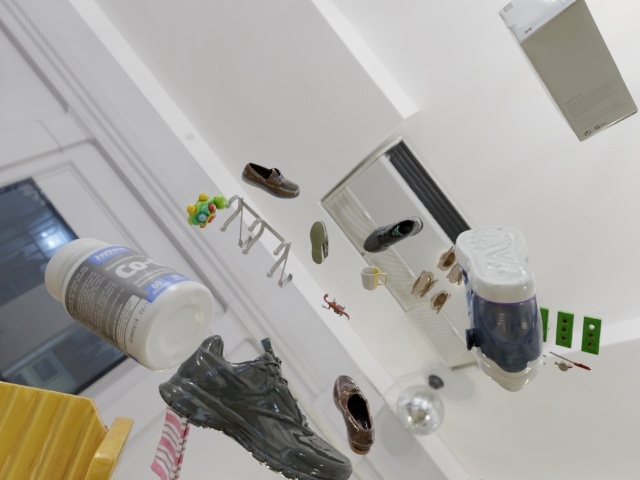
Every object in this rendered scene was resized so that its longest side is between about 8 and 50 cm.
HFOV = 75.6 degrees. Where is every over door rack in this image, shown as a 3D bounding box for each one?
[{"bbox_3d":[-0.204,0.026,1.333,0.239,0.108,0.324,43,-21,16],"label":"over door rack"}]

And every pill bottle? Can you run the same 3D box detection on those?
[{"bbox_3d":[-0.169,0.049,0.361,0.137,0.078,0.078,21,-49,24],"label":"pill bottle"}]

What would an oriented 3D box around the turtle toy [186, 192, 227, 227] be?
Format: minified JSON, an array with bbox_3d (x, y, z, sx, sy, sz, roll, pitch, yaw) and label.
[{"bbox_3d":[-0.323,-0.087,1.172,0.066,0.130,0.095,36,-27,3],"label":"turtle toy"}]

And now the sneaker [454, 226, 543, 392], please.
[{"bbox_3d":[0.326,0.123,0.765,0.130,0.323,0.236,-5,-72,17],"label":"sneaker"}]

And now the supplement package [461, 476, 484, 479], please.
[{"bbox_3d":[0.303,0.661,0.884,0.134,0.139,0.243,125,-39,-49],"label":"supplement package"}]

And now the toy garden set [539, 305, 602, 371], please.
[{"bbox_3d":[0.714,0.304,1.267,0.244,0.049,0.203,8,-76,43],"label":"toy garden set"}]

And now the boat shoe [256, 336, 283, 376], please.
[{"bbox_3d":[-0.132,0.339,1.159,0.142,0.040,0.049,58,-8,17],"label":"boat shoe"}]

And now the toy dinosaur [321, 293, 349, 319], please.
[{"bbox_3d":[0.045,0.196,1.261,0.090,0.047,0.082,12,-24,50],"label":"toy dinosaur"}]

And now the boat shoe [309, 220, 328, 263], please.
[{"bbox_3d":[0.000,0.000,1.936,0.081,0.069,0.227,20,-55,26],"label":"boat shoe"}]

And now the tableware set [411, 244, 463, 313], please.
[{"bbox_3d":[0.273,0.086,0.919,0.169,0.141,0.020,36,2,-45],"label":"tableware set"}]

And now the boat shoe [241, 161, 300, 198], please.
[{"bbox_3d":[-0.143,-0.179,1.230,0.183,0.066,0.066,17,-39,-13],"label":"boat shoe"}]

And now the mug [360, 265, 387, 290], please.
[{"bbox_3d":[0.164,0.125,1.303,0.078,0.062,0.064,13,-65,32],"label":"mug"}]

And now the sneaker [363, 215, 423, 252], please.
[{"bbox_3d":[0.285,-0.029,1.687,0.268,0.106,0.101,-29,-100,21],"label":"sneaker"}]

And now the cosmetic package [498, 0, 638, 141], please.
[{"bbox_3d":[0.647,-0.473,1.084,0.156,0.217,0.385,-32,-51,32],"label":"cosmetic package"}]

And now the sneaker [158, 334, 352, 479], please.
[{"bbox_3d":[-0.075,0.233,0.574,0.286,0.130,0.109,31,-26,2],"label":"sneaker"}]

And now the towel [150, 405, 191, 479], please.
[{"bbox_3d":[-0.320,0.419,0.896,0.029,0.196,0.144,17,-15,-30],"label":"towel"}]

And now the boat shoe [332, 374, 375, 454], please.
[{"bbox_3d":[0.079,0.377,0.942,0.207,0.073,0.073,-120,-148,-62],"label":"boat shoe"}]

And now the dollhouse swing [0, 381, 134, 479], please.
[{"bbox_3d":[-0.432,0.305,0.424,0.347,0.314,0.305,16,-25,-12],"label":"dollhouse swing"}]
